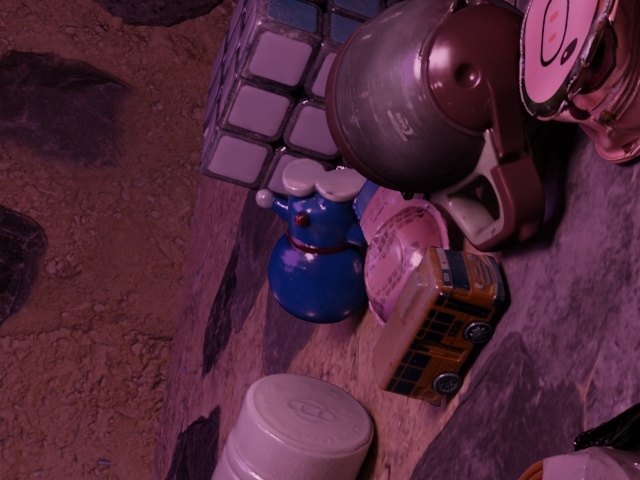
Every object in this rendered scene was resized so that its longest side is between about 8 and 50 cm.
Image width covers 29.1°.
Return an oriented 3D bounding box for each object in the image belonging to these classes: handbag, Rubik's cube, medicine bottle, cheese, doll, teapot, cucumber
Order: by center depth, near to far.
[{"bbox_3d":[0.259,0.166,1.060,0.034,0.033,0.135,61,150,13],"label":"cucumber"},{"bbox_3d":[0.277,-0.189,1.206,0.179,0.116,0.205,140,145,-63],"label":"handbag"},{"bbox_3d":[0.160,-0.136,1.412,0.312,0.233,0.314,180,72,-78],"label":"teapot"},{"bbox_3d":[0.103,0.009,1.638,0.189,0.074,0.286,-58,35,29],"label":"cheese"},{"bbox_3d":[-0.065,0.366,1.732,0.190,0.190,0.332,-104,33,-63],"label":"medicine bottle"},{"bbox_3d":[0.000,0.000,1.872,0.161,0.215,0.256,-42,-34,-52],"label":"doll"},{"bbox_3d":[-0.001,-0.255,1.929,0.305,0.301,0.303,-91,22,-50],"label":"Rubik's cube"}]

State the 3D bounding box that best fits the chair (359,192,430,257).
[{"bbox_3d":[0.111,-0.077,1.775,0.101,0.084,0.212,-114,41,-63],"label":"chair"}]

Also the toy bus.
[{"bbox_3d":[0.135,0.097,1.450,0.091,0.103,0.182,-95,26,-53],"label":"toy bus"}]

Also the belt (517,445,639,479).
[{"bbox_3d":[0.227,0.254,0.953,0.261,0.105,0.184,155,127,-75],"label":"belt"}]
